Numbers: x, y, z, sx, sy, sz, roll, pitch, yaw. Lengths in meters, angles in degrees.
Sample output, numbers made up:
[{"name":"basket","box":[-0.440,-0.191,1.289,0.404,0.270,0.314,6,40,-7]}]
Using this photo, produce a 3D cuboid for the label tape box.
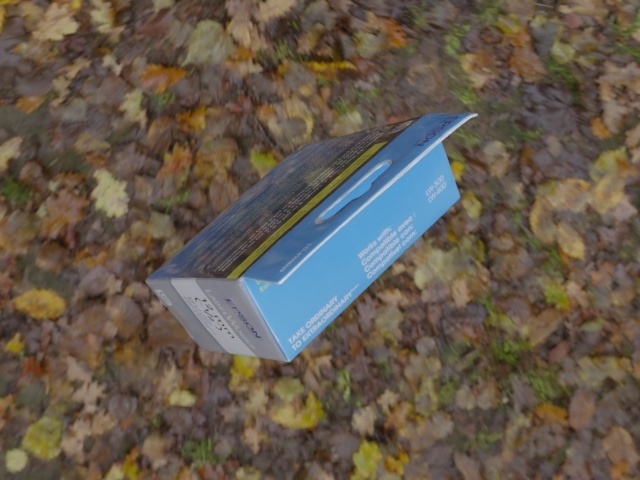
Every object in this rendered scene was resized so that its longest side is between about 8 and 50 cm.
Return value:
[{"name":"label tape box","box":[0.000,0.000,1.097,0.249,0.348,0.115,-42,108,-21]}]
